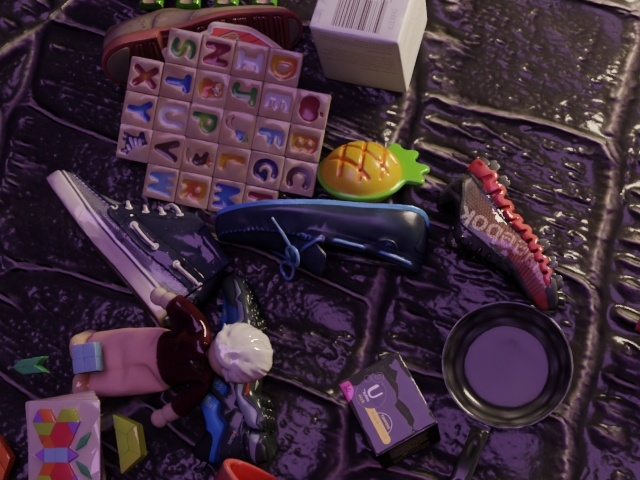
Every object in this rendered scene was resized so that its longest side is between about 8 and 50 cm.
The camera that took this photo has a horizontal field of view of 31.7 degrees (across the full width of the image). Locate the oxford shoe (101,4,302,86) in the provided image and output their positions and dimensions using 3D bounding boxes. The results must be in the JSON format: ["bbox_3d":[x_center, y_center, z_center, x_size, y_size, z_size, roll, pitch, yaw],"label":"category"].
[{"bbox_3d":[-0.208,-0.366,1.942,0.348,0.123,0.130,-9,45,-8],"label":"oxford shoe"}]

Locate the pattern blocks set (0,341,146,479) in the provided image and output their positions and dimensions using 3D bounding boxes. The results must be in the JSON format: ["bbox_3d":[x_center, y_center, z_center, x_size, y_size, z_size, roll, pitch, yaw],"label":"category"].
[{"bbox_3d":[-0.390,0.325,1.709,0.285,0.026,0.325,-21,76,22],"label":"pattern blocks set"}]

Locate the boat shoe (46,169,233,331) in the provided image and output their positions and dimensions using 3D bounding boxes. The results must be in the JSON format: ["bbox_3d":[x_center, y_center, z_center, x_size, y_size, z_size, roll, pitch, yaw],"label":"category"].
[{"bbox_3d":[-0.289,-0.017,1.839,0.158,0.127,0.340,-40,79,-13],"label":"boat shoe"}]

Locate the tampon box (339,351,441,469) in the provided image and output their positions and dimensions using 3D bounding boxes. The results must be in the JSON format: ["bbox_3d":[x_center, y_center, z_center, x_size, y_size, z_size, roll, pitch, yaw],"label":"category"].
[{"bbox_3d":[0.104,0.255,1.662,0.101,0.161,0.120,-28,69,-3],"label":"tampon box"}]

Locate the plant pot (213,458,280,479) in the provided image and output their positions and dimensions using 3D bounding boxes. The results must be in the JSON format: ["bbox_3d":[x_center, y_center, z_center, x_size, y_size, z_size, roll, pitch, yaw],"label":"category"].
[{"bbox_3d":[-0.089,0.482,1.571,0.275,0.275,0.243,34,87,17],"label":"plant pot"}]

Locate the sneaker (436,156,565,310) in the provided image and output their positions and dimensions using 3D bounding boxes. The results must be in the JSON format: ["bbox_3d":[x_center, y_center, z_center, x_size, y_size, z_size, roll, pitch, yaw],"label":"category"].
[{"bbox_3d":[0.274,0.006,1.759,0.135,0.097,0.276,-28,68,-3],"label":"sneaker"}]

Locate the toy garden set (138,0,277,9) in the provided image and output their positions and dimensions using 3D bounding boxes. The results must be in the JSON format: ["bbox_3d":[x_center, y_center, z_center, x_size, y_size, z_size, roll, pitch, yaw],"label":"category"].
[{"bbox_3d":[-0.193,-0.503,2.003,0.244,0.049,0.204,1,60,6],"label":"toy garden set"}]

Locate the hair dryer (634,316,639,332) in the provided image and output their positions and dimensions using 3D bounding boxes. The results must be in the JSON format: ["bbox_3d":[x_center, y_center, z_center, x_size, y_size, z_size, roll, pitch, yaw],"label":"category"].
[{"bbox_3d":[0.554,0.226,1.656,0.224,0.080,0.293,-22,69,0],"label":"hair dryer"}]

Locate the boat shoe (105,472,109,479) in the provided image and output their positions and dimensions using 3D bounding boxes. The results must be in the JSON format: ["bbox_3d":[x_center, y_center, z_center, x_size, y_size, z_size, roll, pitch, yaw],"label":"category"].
[{"bbox_3d":[-0.350,0.370,1.742,0.042,0.049,0.133,-21,65,9],"label":"boat shoe"}]

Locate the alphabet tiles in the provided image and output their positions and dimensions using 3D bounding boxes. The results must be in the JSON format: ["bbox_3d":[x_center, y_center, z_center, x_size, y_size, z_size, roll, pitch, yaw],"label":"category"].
[{"bbox_3d":[-0.163,-0.189,1.858,0.342,0.011,0.285,12,98,7],"label":"alphabet tiles"}]

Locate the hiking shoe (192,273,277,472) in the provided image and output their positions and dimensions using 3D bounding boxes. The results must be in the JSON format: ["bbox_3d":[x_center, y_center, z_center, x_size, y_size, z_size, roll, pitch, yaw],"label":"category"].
[{"bbox_3d":[-0.149,0.198,1.741,0.132,0.113,0.304,-9,68,8],"label":"hiking shoe"}]

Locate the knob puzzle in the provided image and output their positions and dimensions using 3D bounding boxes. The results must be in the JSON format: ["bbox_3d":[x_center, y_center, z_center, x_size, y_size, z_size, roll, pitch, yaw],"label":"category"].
[{"bbox_3d":[-0.144,-0.274,1.883,0.213,0.030,0.213,-1,111,-2],"label":"knob puzzle"}]

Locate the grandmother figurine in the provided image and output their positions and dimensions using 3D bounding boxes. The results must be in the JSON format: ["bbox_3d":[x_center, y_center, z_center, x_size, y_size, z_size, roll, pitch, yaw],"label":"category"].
[{"bbox_3d":[-0.224,0.173,1.698,0.342,0.104,0.207,-5,97,30],"label":"grandmother figurine"}]

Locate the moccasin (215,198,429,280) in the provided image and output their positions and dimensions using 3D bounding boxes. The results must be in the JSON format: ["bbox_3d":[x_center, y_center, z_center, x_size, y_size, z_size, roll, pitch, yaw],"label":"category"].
[{"bbox_3d":[0.000,0.000,1.778,0.342,0.138,0.117,1,80,7],"label":"moccasin"}]

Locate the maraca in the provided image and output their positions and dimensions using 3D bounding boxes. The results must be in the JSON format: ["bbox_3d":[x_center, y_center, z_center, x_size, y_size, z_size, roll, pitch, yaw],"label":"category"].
[{"bbox_3d":[0.085,-0.112,1.827,0.186,0.099,0.127,-13,49,-19],"label":"maraca"}]

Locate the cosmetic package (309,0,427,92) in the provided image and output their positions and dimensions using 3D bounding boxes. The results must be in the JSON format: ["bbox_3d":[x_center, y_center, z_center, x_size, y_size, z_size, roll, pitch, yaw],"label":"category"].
[{"bbox_3d":[0.084,-0.360,1.863,0.151,0.183,0.151,13,74,12],"label":"cosmetic package"}]

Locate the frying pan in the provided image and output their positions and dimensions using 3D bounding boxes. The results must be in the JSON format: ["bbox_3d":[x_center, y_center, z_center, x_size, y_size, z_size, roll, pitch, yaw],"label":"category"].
[{"bbox_3d":[0.282,0.252,1.698,0.197,0.053,0.326,0,73,7],"label":"frying pan"}]
